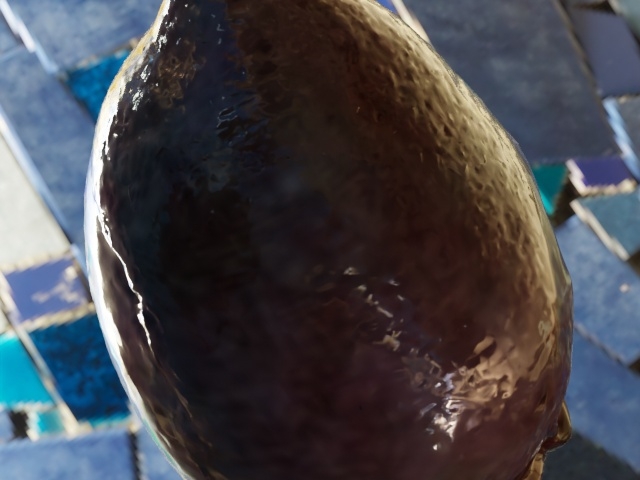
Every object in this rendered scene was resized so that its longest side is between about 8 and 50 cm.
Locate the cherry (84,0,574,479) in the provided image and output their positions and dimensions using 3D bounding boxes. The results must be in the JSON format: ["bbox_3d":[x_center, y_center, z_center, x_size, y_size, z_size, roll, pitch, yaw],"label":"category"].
[{"bbox_3d":[0.000,0.000,0.576,0.175,0.192,0.250,-11,125,16],"label":"cherry"}]
